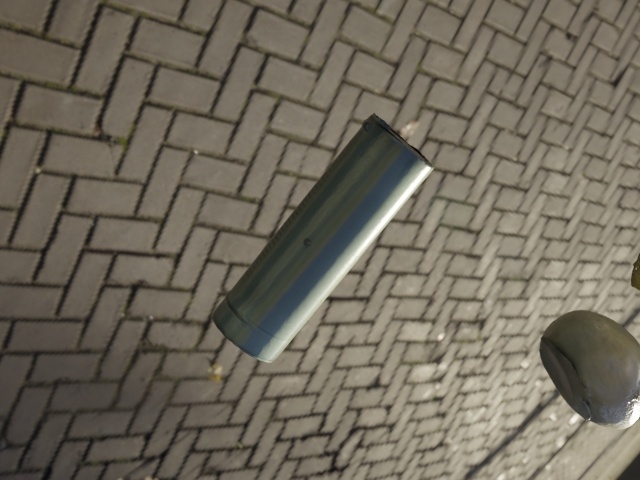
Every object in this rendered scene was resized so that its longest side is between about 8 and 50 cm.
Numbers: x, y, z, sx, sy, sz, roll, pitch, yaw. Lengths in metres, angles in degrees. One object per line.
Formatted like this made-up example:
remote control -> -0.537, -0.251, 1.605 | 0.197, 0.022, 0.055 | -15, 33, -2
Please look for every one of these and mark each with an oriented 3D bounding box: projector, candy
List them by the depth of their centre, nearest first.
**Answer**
projector -> 0.000, 0.000, 1.139 | 0.337, 0.108, 0.108 | -51, 141, 11
candy -> 0.597, 0.274, 1.909 | 0.185, 0.295, 0.295 | -31, 140, -1

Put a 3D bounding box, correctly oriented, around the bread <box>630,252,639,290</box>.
bread -> 0.729, 0.011, 1.735 | 0.135, 0.178, 0.240 | -18, 132, -50
